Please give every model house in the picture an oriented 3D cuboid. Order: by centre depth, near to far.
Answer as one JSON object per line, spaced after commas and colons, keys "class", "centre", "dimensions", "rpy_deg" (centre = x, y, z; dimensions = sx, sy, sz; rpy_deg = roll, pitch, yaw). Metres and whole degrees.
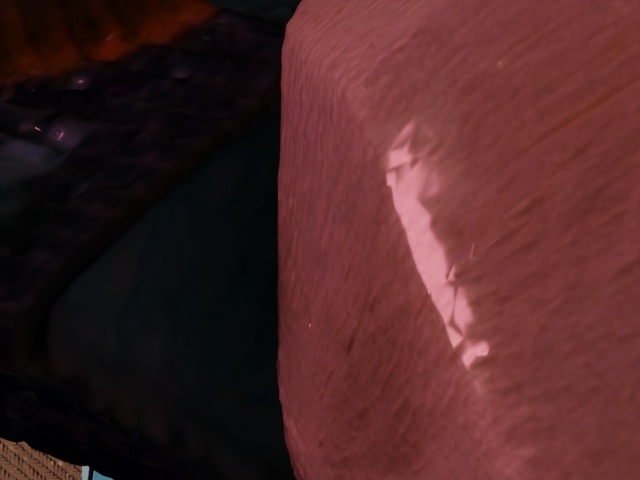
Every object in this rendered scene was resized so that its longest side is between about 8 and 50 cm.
{"class": "model house", "centre": [-0.106, -0.040, 0.616], "dimensions": [0.261, 0.241, 0.225], "rpy_deg": [10, 102, 39]}

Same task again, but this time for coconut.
{"class": "coconut", "centre": [0.104, 0.001, 0.485], "dimensions": [0.266, 0.237, 0.237], "rpy_deg": [-40, 39, 23]}

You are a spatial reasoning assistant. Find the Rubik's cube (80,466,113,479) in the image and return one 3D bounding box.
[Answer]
{"class": "Rubik's cube", "centre": [0.029, 0.041, 0.873], "dimensions": [0.250, 0.248, 0.246], "rpy_deg": [-173, 82, -75]}
